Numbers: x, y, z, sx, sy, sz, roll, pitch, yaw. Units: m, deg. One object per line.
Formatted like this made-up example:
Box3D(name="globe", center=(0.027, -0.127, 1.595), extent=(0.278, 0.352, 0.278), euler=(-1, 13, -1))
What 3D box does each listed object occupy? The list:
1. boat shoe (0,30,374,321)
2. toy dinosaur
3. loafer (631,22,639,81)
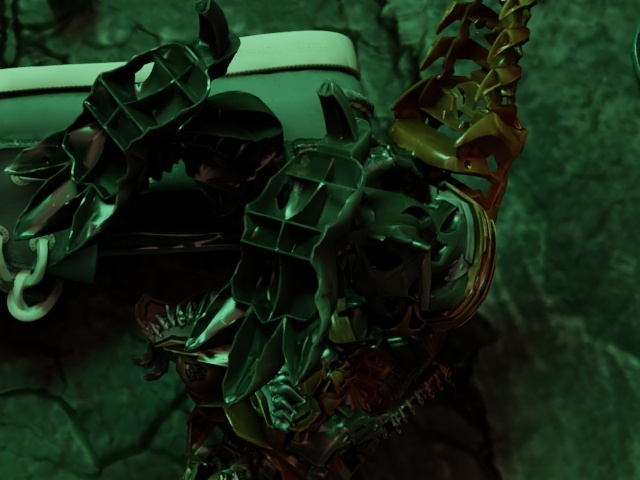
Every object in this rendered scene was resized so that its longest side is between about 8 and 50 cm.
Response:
Box3D(name="boat shoe", center=(-0.120, -0.019, 0.880), extent=(0.319, 0.116, 0.099), euler=(-12, 80, -20))
Box3D(name="toy dinosaur", center=(0.000, 0.000, 0.828), extent=(0.164, 0.218, 0.322), euler=(7, 82, 35))
Box3D(name="loafer", center=(0.269, -0.041, 0.937), extent=(0.267, 0.084, 0.096), euler=(41, 73, 11))
